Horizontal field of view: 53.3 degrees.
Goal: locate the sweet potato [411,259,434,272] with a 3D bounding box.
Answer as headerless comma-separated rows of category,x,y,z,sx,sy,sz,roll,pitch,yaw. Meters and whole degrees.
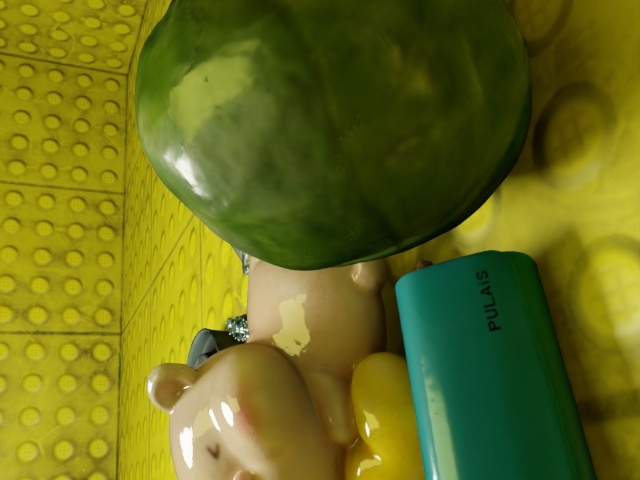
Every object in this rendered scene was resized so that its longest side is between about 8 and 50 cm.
sweet potato,0.120,0.103,0.579,0.056,0.057,0.194,-51,47,51

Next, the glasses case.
glasses case,0.128,0.157,0.455,0.117,0.070,0.300,-21,57,25

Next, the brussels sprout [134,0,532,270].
brussels sprout,0.023,-0.129,0.548,0.289,0.281,0.354,-34,15,21

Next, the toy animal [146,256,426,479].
toy animal,-0.035,0.164,0.635,0.278,0.247,0.344,-3,92,62

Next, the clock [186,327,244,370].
clock,-0.204,0.329,1.230,0.319,0.066,0.318,-175,90,-66

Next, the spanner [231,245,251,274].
spanner,-0.177,-0.009,1.293,0.302,0.018,0.071,-139,58,-62

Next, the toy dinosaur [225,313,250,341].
toy dinosaur,-0.135,0.155,1.124,0.154,0.055,0.049,0,89,63
